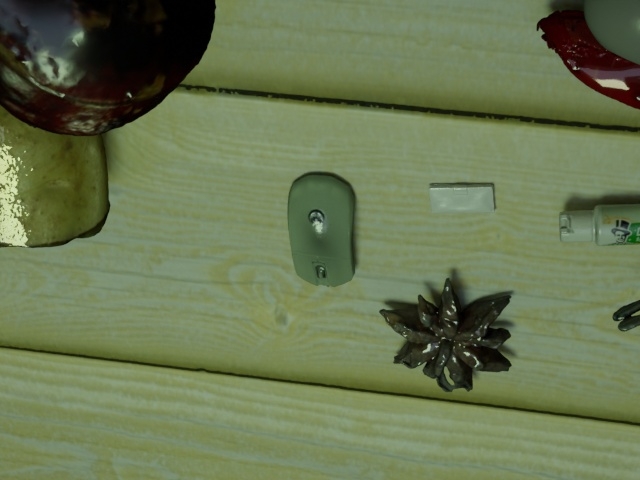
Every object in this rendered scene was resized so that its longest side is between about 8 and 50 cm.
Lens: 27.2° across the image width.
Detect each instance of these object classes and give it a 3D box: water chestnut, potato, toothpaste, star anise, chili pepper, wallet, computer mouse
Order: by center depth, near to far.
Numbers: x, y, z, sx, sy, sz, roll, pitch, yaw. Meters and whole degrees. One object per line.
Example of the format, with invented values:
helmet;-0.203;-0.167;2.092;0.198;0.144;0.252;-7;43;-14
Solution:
water chestnut;-0.253;-0.290;1.396;0.335;0.335;0.347;42;139;-19
chili pepper;0.426;-0.179;1.479;0.388;0.110;0.110;15;129;5
toothpaste;0.453;-0.022;1.625;0.314;0.056;0.058;-2;167;10
potato;-0.395;-0.128;1.632;0.285;0.242;0.242;23;130;14
wallet;0.179;-0.052;1.683;0.083;0.011;0.044;1;127;13
computer mouse;0.000;0.000;1.736;0.089;0.056;0.181;6;129;13
star anise;0.171;0.128;1.789;0.195;0.065;0.182;18;127;4

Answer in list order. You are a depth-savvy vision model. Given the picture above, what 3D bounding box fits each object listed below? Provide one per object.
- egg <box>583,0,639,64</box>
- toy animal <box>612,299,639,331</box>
egg;0.389;-0.259;1.368;0.232;0.176;0.176;-15;124;5
toy animal;0.566;0.089;1.641;0.302;0.225;0.284;-43;107;12
